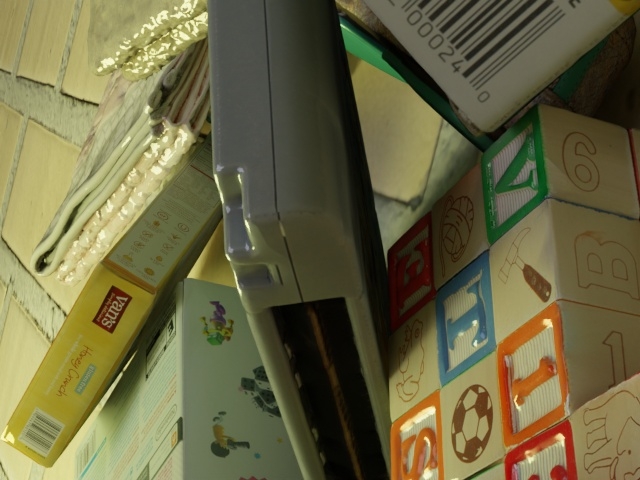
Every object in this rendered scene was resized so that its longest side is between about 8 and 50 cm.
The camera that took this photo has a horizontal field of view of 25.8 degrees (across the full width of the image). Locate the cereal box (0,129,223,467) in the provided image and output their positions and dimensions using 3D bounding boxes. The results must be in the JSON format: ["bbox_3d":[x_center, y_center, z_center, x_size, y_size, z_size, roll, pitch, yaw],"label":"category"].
[{"bbox_3d":[-0.131,0.033,1.003,0.173,0.047,0.240,-57,2,28],"label":"cereal box"}]

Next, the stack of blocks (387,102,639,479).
[{"bbox_3d":[0.103,0.103,0.503,0.171,0.087,0.297,134,143,-51],"label":"stack of blocks"}]

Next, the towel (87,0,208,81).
[{"bbox_3d":[-0.067,-0.214,0.826,0.282,0.049,0.187,-17,71,58],"label":"towel"}]

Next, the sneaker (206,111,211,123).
[{"bbox_3d":[-0.035,-0.124,0.994,0.166,0.065,0.076,-13,62,64],"label":"sneaker"}]

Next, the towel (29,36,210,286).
[{"bbox_3d":[-0.135,-0.150,1.175,0.332,0.053,0.317,-41,28,55],"label":"towel"}]

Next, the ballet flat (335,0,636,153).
[{"bbox_3d":[0.067,-0.124,0.729,0.106,0.107,0.316,-53,32,6],"label":"ballet flat"}]

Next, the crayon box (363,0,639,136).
[{"bbox_3d":[0.108,-0.208,0.456,0.318,0.202,0.081,-39,3,36],"label":"crayon box"}]

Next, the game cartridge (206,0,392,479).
[{"bbox_3d":[0.000,0.000,0.670,0.297,0.062,0.198,75,-168,-53],"label":"game cartridge"}]

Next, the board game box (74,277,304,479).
[{"bbox_3d":[-0.082,0.212,0.875,0.224,0.097,0.303,124,151,-43],"label":"board game box"}]
